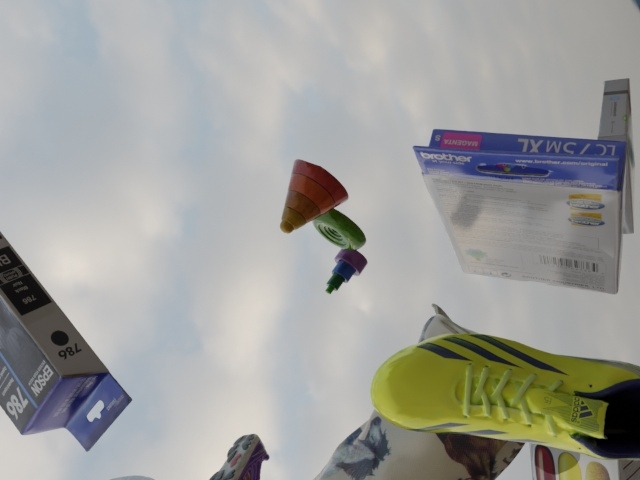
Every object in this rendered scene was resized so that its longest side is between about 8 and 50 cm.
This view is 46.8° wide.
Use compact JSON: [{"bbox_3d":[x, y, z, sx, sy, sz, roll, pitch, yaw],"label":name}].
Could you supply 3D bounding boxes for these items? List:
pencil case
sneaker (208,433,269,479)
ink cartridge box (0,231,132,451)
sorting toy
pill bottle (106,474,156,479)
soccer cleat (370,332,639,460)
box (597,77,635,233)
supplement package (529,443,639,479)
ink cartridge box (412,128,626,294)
[{"bbox_3d":[0.075,0.276,0.849,0.160,0.410,0.183,37,-175,-26],"label":"pencil case"},{"bbox_3d":[-0.125,0.378,1.147,0.071,0.068,0.170,54,-139,-14],"label":"sneaker"},{"bbox_3d":[-0.391,0.124,0.944,0.332,0.165,0.065,48,-143,8],"label":"ink cartridge box"},{"bbox_3d":[0.000,0.000,1.433,0.126,0.127,0.365,-54,-31,-18],"label":"sorting toy"},{"bbox_3d":[-0.230,0.528,0.973,0.224,0.224,0.392,-45,-56,-58],"label":"pill bottle"},{"bbox_3d":[0.191,0.141,0.655,0.121,0.289,0.093,-149,66,-82],"label":"soccer cleat"},{"bbox_3d":[0.404,-0.118,1.005,0.186,0.038,0.145,-56,-43,-50],"label":"box"},{"bbox_3d":[0.390,0.333,1.042,0.134,0.139,0.244,-21,-72,-40],"label":"supplement package"},{"bbox_3d":[0.219,-0.034,0.775,0.311,0.186,0.065,48,-127,-59],"label":"ink cartridge box"}]
